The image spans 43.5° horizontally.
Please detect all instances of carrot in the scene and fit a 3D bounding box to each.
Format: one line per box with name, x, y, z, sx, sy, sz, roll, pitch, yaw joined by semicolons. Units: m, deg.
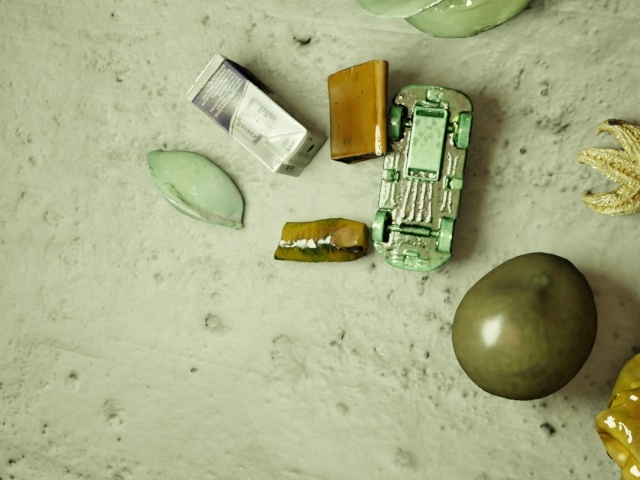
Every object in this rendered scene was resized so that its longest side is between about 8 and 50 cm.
carrot;0.000;0.000;1.424;0.173;0.082;0.082;0;91;16

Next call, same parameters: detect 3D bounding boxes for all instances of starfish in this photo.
starfish;0.535;-0.106;1.277;0.238;0.071;0.216;41;107;5

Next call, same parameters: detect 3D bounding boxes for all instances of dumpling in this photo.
dumpling;-0.238;-0.085;1.467;0.217;0.149;0.105;42;141;4
dumpling;0.243;-0.428;1.294;0.320;0.212;0.270;-43;42;26

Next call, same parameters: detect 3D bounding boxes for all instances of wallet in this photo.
wallet;0.067;-0.215;1.359;0.042;0.195;0.160;-3;91;-23

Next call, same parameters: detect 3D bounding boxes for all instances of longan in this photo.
longan;0.319;0.132;1.256;0.215;0.246;0.246;21;97;4

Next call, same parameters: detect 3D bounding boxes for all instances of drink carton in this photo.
drink carton;-0.109;-0.218;1.425;0.222;0.134;0.102;41;99;11

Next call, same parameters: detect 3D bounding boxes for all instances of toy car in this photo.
toy car;0.175;-0.105;1.350;0.136;0.125;0.305;8;99;13

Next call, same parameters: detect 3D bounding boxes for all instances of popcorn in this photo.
popcorn;0.554;0.314;1.155;0.316;0.281;0.297;17;59;17
